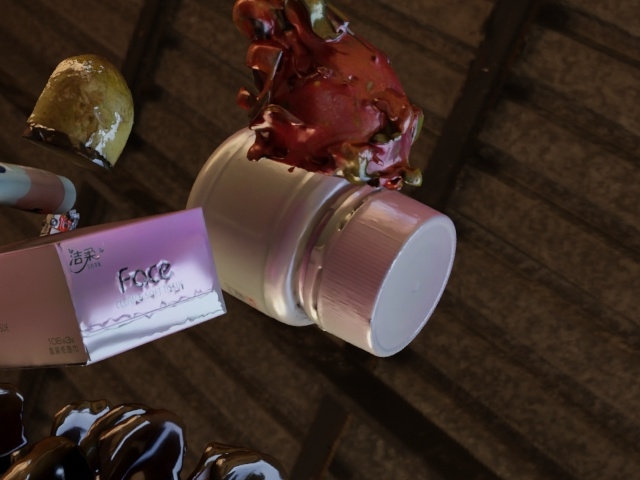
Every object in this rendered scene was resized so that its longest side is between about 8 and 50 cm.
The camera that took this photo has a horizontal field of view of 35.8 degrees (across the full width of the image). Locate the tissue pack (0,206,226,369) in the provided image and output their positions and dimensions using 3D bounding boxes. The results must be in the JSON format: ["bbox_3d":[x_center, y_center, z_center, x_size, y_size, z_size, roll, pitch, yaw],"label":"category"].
[{"bbox_3d":[-0.215,0.042,0.799,0.246,0.148,0.092,-9,-85,40],"label":"tissue pack"}]

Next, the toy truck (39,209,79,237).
[{"bbox_3d":[-0.275,0.003,1.019,0.024,0.032,0.083,-9,-121,49],"label":"toy truck"}]

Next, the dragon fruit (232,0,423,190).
[{"bbox_3d":[-0.002,-0.117,0.782,0.207,0.150,0.133,58,-15,-13],"label":"dragon fruit"}]

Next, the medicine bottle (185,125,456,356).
[{"bbox_3d":[0.000,0.000,1.385,0.325,0.256,0.256,26,-73,27],"label":"medicine bottle"}]

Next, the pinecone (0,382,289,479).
[{"bbox_3d":[-0.117,0.176,0.442,0.309,0.244,0.244,-10,-97,26],"label":"pinecone"}]

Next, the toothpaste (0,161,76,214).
[{"bbox_3d":[-0.239,-0.043,0.734,0.056,0.205,0.036,23,-88,11],"label":"toothpaste"}]

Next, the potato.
[{"bbox_3d":[-0.202,-0.119,0.891,0.066,0.096,0.103,12,-98,30],"label":"potato"}]
